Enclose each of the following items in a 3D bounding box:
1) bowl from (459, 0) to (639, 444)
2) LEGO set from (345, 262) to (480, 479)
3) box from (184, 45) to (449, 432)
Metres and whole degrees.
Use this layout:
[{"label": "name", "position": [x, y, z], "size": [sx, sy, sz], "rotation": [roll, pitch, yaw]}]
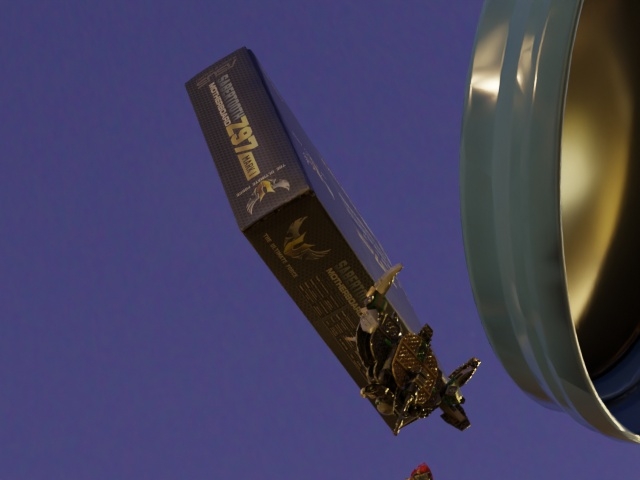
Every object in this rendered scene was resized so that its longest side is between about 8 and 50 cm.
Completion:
[{"label": "bowl", "position": [0.208, -0.065, 1.057], "size": [0.077, 0.391, 0.391], "rotation": [6, -47, 34]}, {"label": "LEGO set", "position": [0.026, 0.050, 0.486], "size": [0.023, 0.083, 0.054], "rotation": [-20, -26, 39]}, {"label": "box", "position": [0.000, 0.000, 1.146], "size": [0.059, 0.183, 0.233], "rotation": [-31, -51, 6]}]
